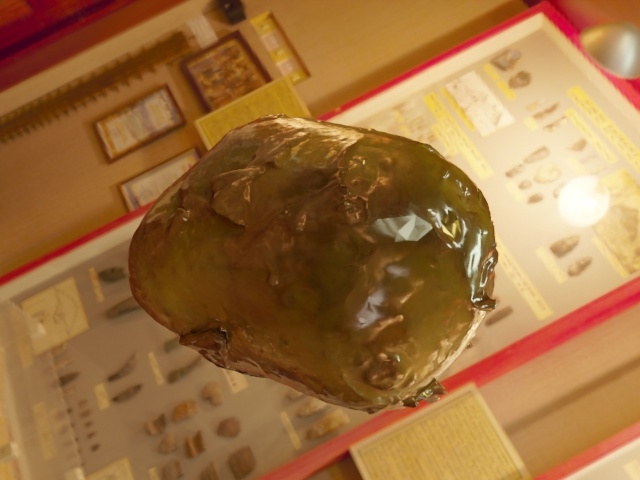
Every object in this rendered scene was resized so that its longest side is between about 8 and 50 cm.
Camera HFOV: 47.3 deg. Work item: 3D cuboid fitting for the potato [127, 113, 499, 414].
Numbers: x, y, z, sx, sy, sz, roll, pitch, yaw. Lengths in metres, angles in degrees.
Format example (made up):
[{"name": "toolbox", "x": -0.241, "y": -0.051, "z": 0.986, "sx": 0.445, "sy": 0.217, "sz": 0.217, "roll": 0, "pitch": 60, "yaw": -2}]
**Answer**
[{"name": "potato", "x": 0.000, "y": 0.000, "z": 0.594, "sx": 0.196, "sy": 0.300, "sz": 0.246, "roll": 119, "pitch": -11, "yaw": -67}]
